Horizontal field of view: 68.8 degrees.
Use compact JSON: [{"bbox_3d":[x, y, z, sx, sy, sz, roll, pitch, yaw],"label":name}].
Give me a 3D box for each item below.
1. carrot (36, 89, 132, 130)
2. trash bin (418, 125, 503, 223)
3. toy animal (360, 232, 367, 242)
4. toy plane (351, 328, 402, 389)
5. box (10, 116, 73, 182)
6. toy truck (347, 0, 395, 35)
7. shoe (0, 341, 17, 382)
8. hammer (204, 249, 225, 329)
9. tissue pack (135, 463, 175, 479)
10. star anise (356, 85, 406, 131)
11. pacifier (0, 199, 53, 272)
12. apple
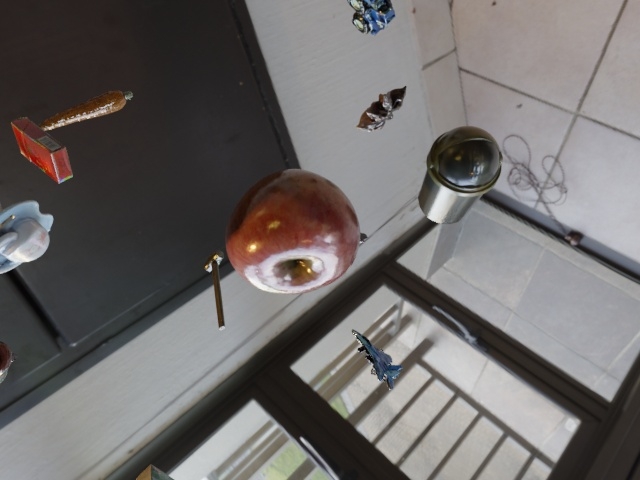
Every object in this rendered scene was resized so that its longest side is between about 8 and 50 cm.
[{"bbox_3d":[-0.775,-0.421,1.530,0.069,0.336,0.069,50,159,28],"label":"carrot"},{"bbox_3d":[0.412,-0.198,1.400,0.214,0.214,0.334,44,159,17],"label":"trash bin"},{"bbox_3d":[0.091,0.037,2.152,0.255,0.176,0.239,-8,117,14],"label":"toy animal"},{"bbox_3d":[0.193,0.424,1.706,0.246,0.169,0.078,42,116,6],"label":"toy plane"},{"bbox_3d":[-0.776,-0.252,1.302,0.175,0.048,0.112,34,140,16],"label":"box"},{"bbox_3d":[0.150,-0.693,1.332,0.126,0.113,0.208,45,177,29],"label":"toy truck"},{"bbox_3d":[-0.708,0.217,0.848,0.137,0.291,0.114,-25,60,28],"label":"shoe"},{"bbox_3d":[-0.441,0.214,1.991,0.111,0.043,0.366,-42,46,31],"label":"hammer"},{"bbox_3d":[-0.374,0.591,1.071,0.111,0.079,0.085,48,174,-23],"label":"tissue pack"},{"bbox_3d":[0.203,-0.430,1.563,0.073,0.212,0.197,48,137,5],"label":"star anise"},{"bbox_3d":[-0.893,-0.036,1.303,0.226,0.238,0.287,42,165,3],"label":"pacifier"},{"bbox_3d":[-0.069,-0.026,1.169,0.345,0.344,0.270,95,172,-49],"label":"apple"}]
